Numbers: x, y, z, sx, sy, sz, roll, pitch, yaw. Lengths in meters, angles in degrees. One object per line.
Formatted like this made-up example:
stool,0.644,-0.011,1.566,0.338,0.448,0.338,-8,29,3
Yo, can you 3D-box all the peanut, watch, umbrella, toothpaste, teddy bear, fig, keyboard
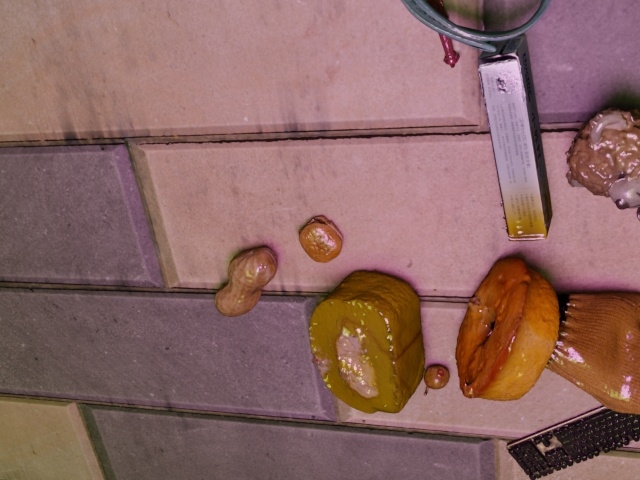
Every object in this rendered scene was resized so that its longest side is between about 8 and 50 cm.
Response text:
peanut,-0.150,0.083,1.447,0.089,0.089,0.193,32,123,-2
watch,0.211,-0.379,1.048,0.237,0.068,0.195,17,106,6
umbrella,0.180,-0.341,1.129,0.027,0.025,0.165,-19,116,6
toothpaste,0.305,-0.153,1.161,0.071,0.089,0.313,-3,119,27
teddy bear,0.491,-0.113,1.086,0.256,0.156,0.267,6,150,10
fig,0.221,0.277,1.462,0.050,0.050,0.083,26,137,2
keyboard,0.518,0.382,1.438,0.317,0.027,0.106,-34,104,30

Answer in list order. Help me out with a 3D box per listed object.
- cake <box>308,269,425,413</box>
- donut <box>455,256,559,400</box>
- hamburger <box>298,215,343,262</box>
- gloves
cake,0.089,0.193,1.392,0.179,0.156,0.261,9,117,32
donut,0.306,0.153,1.253,0.118,0.253,0.254,15,123,-3
hamburger,0.000,0.000,1.373,0.083,0.044,0.076,44,123,-13
gloves,0.537,0.192,1.239,0.356,0.203,0.155,13,145,16
